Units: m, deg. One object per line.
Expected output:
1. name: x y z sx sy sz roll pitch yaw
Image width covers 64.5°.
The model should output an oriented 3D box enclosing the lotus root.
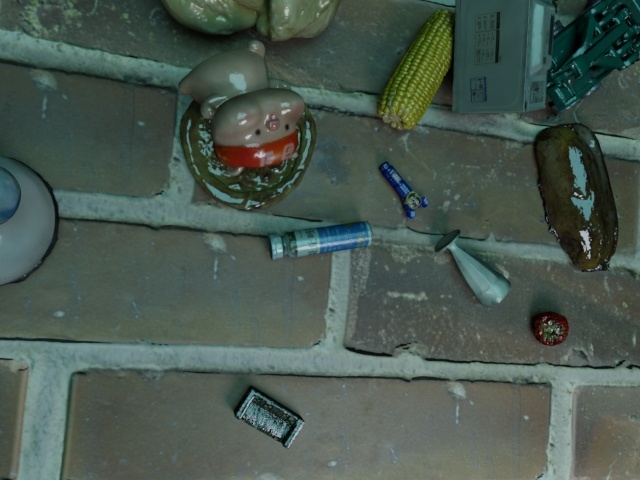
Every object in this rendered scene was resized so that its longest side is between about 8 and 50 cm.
1. lotus root: 0.554 -0.090 1.060 0.167 0.078 0.330 -18 92 -12

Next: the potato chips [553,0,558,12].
1. potato chips: 0.436 -0.493 1.045 0.209 0.026 0.142 -31 64 -2

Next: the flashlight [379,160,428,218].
1. flashlight: 0.160 -0.102 0.988 0.057 0.035 0.121 -40 97 -11

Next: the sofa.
1. sofa: -0.093 0.317 0.912 0.118 0.039 0.060 35 81 -10

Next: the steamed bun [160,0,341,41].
1. steamed bun: -0.095 -0.508 0.850 0.372 0.230 0.325 5 90 -15

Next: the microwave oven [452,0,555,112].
1. microwave oven: 0.340 -0.346 0.940 0.122 0.162 0.208 -21 115 -45

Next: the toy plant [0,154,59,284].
1. toy plant: -0.517 -0.041 0.678 0.247 0.332 0.247 1 87 -11

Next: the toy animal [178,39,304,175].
1. toy animal: -0.122 -0.209 0.833 0.171 0.171 0.198 -28 88 -13

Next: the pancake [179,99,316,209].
1. pancake: -0.132 -0.181 0.924 0.249 0.031 0.250 0 88 -13

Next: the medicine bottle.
1. medicine bottle: 0.000 0.000 0.939 0.191 0.051 0.051 -9 90 -14

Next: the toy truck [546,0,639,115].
1. toy truck: 0.563 -0.400 1.025 0.363 0.178 0.177 -38 97 -15

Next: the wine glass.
1. wine glass: 0.300 0.052 0.999 0.073 0.073 0.155 -43 95 -11

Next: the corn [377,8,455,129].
1. corn: 0.194 -0.328 0.975 0.093 0.093 0.244 30 81 -10

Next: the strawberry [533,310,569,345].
1. strawberry: 0.477 0.178 1.044 0.083 0.073 0.073 -14 91 -49
